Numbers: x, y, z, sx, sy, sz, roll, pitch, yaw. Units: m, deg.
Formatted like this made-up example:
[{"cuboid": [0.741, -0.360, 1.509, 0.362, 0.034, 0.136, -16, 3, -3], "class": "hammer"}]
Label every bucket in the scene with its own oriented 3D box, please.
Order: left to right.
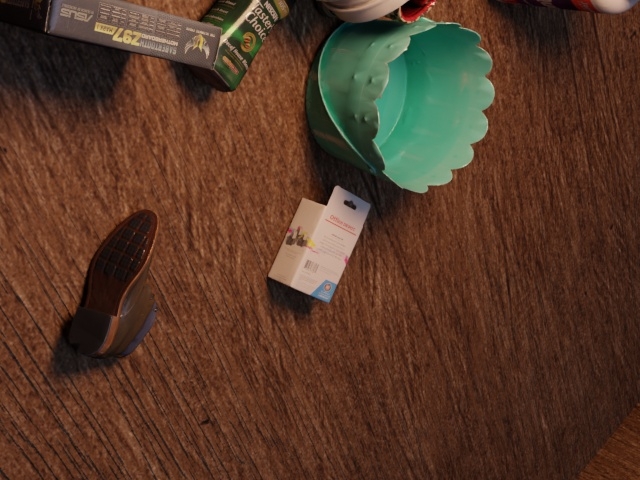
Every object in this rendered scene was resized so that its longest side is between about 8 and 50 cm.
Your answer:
[{"cuboid": [0.122, -0.227, 1.533, 0.281, 0.183, 0.281, -18, 117, -40], "class": "bucket"}]

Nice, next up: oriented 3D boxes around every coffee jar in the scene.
[{"cuboid": [-0.113, -0.306, 1.346, 0.184, 0.079, 0.096, -57, 136, -12], "class": "coffee jar"}]

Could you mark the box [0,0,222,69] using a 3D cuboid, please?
[{"cuboid": [-0.263, -0.261, 1.140, 0.233, 0.183, 0.059, 3, 103, -46], "class": "box"}]

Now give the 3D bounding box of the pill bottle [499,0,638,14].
[{"cuboid": [0.440, -0.486, 1.642, 0.182, 0.323, 0.181, -18, 118, -39], "class": "pill bottle"}]

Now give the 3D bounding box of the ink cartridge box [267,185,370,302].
[{"cuboid": [0.000, 0.000, 1.588, 0.104, 0.062, 0.181, 27, 86, -47], "class": "ink cartridge box"}]

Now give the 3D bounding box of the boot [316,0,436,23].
[{"cuboid": [0.127, -0.413, 1.467, 0.236, 0.179, 0.085, -46, 132, -21], "class": "boot"}]

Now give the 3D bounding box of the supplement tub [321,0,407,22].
[{"cuboid": [0.006, -0.466, 1.279, 0.316, 0.228, 0.228, 42, 75, -40], "class": "supplement tub"}]

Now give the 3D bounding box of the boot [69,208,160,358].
[{"cuboid": [-0.273, 0.067, 1.356, 0.219, 0.082, 0.106, -65, 159, -10], "class": "boot"}]
